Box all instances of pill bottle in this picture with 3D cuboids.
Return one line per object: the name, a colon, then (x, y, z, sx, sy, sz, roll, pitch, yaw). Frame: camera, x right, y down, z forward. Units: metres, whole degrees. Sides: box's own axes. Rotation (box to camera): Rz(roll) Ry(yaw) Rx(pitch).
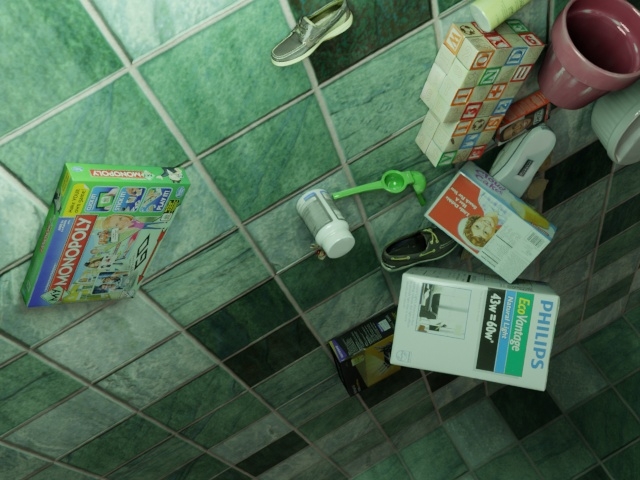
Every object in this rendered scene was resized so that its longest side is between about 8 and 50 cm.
pill bottle: (0.012, -0.035, 1.539, 0.078, 0.137, 0.078, -22, 148, -15)

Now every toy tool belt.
toy tool belt: (0.000, 0.000, 1.678, 0.051, 0.052, 0.083, 23, 123, -17)

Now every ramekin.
ramekin: (0.798, -0.325, 1.834, 0.272, 0.127, 0.273, -23, 149, -15)

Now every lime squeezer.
lime squeezer: (0.166, -0.122, 1.654, 0.310, 0.059, 0.109, 0, 167, -44)

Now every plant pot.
plant pot: (0.538, -0.366, 1.498, 0.201, 0.201, 0.180, -20, 164, -19)

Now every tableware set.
tableware set: (0.536, -0.167, 1.907, 0.168, 0.020, 0.141, -6, 124, -33)

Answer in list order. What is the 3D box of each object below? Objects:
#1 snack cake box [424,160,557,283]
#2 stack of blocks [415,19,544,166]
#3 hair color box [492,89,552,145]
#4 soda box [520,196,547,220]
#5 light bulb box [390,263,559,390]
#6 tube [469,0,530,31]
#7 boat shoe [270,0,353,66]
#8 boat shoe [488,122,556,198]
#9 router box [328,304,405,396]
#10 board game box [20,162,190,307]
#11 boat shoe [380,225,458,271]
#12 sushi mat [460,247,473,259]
snack cake box: (0.399, -0.044, 1.746, 0.152, 0.264, 0.089, -55, 172, 36)
stack of blocks: (0.293, -0.287, 1.475, 0.171, 0.087, 0.297, -13, 145, -29)
hair color box: (0.452, -0.278, 1.674, 0.141, 0.043, 0.072, -28, 150, -5)
soda box: (0.570, -0.068, 2.040, 0.058, 0.061, 0.181, -49, 154, 11)
light bulb box: (0.384, 0.199, 1.849, 0.358, 0.360, 0.226, -10, 109, -77)
tube: (0.380, -0.469, 1.323, 0.240, 0.062, 0.070, -37, -170, -1)
boat shoe: (-0.018, -0.333, 1.169, 0.152, 0.056, 0.049, -37, 146, -9)
boat shoe: (0.457, -0.178, 1.783, 0.096, 0.088, 0.268, 14, 125, -20)
router box: (0.165, 0.347, 2.286, 0.242, 0.081, 0.309, -27, 149, -7)
board game box: (-0.387, -0.004, 1.318, 0.213, 0.046, 0.317, -3, 139, -40)
boat shoe: (0.261, 0.011, 1.884, 0.227, 0.081, 0.069, -23, 153, -10)
sushi mat: (0.473, -0.062, 2.032, 0.151, 0.019, 0.317, -21, 148, -16)
